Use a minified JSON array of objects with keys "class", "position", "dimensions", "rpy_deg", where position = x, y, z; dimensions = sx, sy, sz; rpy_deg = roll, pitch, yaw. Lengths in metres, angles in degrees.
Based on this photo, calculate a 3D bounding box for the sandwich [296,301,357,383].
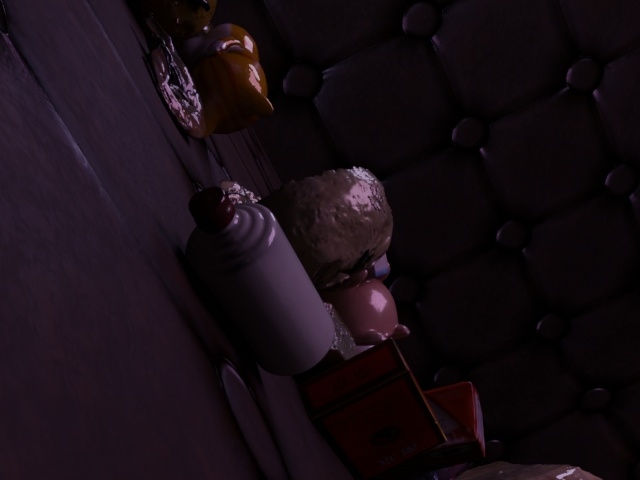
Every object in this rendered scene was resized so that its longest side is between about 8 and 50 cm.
[{"class":"sandwich","position":[0.001,0.168,1.410],"dimensions":[0.258,0.096,0.094],"rpy_deg":[57,11,-46]}]

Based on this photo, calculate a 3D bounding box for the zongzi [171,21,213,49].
[{"class":"zongzi","position":[-0.283,-0.455,1.964],"dimensions":[0.194,0.099,0.197],"rpy_deg":[57,-4,35]}]

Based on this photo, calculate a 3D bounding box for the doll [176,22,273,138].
[{"class":"doll","position":[-0.179,-0.287,1.734],"dimensions":[0.162,0.166,0.269],"rpy_deg":[60,6,-22]}]

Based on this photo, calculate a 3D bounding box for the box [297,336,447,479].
[{"class":"box","position":[0.081,0.254,1.406],"dimensions":[0.074,0.153,0.240],"rpy_deg":[59,-1,40]}]

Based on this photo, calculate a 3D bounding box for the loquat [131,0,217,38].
[{"class":"loquat","position":[-0.264,-0.446,1.707],"dimensions":[0.172,0.149,0.204],"rpy_deg":[62,-5,-37]}]

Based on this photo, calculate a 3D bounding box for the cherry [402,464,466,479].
[{"class":"cherry","position":[0.247,0.484,2.248],"dimensions":[0.266,0.183,0.213],"rpy_deg":[47,-12,20]}]

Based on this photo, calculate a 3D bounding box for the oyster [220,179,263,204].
[{"class":"oyster","position":[-0.108,-0.044,1.613],"dimensions":[0.133,0.072,0.209],"rpy_deg":[61,3,31]}]

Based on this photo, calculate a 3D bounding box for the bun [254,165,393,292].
[{"class":"bun","position":[0.000,0.000,1.451],"dimensions":[0.259,0.259,0.152],"rpy_deg":[55,12,-75]}]

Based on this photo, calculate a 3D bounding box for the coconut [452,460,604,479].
[{"class":"coconut","position":[0.260,0.422,1.102],"dimensions":[0.415,0.344,0.415],"rpy_deg":[-25,90,-85]}]

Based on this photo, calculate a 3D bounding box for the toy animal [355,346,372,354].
[{"class":"toy animal","position":[0.064,0.203,1.929],"dimensions":[0.282,0.140,0.138],"rpy_deg":[60,11,-3]}]

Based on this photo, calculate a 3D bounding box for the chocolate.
[{"class":"chocolate","position":[0.173,0.342,1.696],"dimensions":[0.237,0.234,0.108],"rpy_deg":[61,16,-67]}]

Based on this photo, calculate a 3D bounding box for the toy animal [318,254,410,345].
[{"class":"toy animal","position":[0.028,0.068,1.736],"dimensions":[0.195,0.213,0.256],"rpy_deg":[-5,83,-46]}]

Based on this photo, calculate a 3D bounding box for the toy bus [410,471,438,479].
[{"class":"toy bus","position":[0.151,0.444,1.483],"dimensions":[0.330,0.109,0.136],"rpy_deg":[47,26,-82]}]

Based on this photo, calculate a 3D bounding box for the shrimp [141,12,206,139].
[{"class":"shrimp","position":[-0.238,-0.258,1.508],"dimensions":[0.223,0.047,0.126],"rpy_deg":[65,12,9]}]

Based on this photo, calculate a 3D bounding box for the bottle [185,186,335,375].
[{"class":"bottle","position":[-0.071,0.038,1.030],"dimensions":[0.245,0.104,0.104],"rpy_deg":[61,3,-42]}]
